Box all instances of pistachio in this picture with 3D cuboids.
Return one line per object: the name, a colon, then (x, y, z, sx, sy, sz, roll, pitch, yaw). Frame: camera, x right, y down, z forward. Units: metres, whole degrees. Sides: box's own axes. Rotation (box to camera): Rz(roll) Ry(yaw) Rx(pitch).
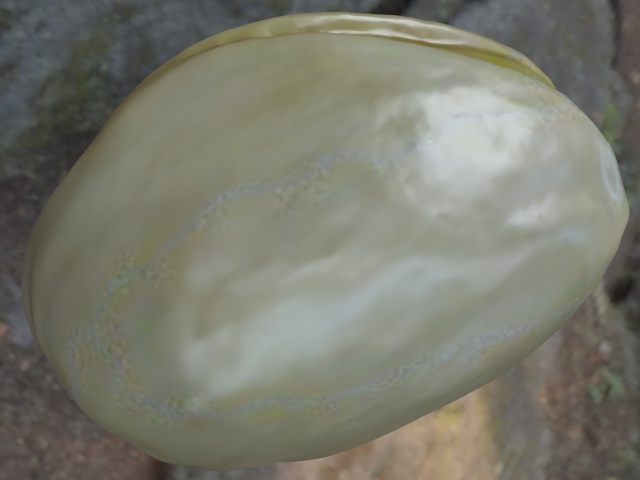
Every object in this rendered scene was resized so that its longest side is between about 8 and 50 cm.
pistachio: (0.000, 0.000, 0.562, 0.200, 0.117, 0.145, -20, 118, 2)
